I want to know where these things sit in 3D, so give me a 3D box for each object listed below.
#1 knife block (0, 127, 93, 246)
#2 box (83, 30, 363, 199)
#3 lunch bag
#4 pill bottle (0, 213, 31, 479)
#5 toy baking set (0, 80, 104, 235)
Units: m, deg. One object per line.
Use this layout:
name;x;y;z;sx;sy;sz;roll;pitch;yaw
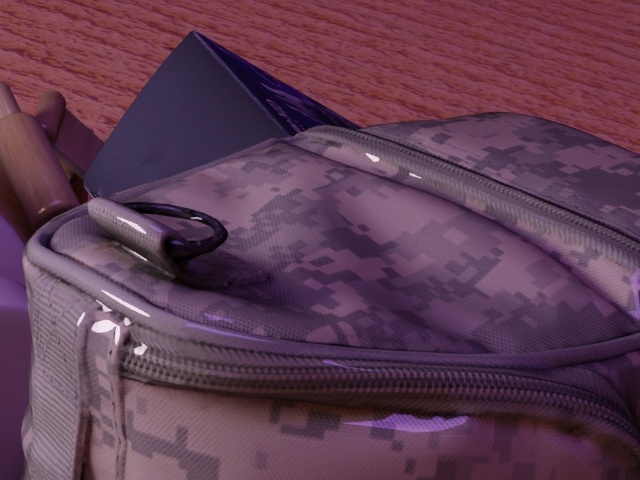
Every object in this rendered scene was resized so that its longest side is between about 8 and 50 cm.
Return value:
knife block;-0.267;-0.024;1.070;0.242;0.088;0.275;7;24;-1
box;0.000;0.000;0.954;0.207;0.108;0.153;27;15;-43
lunch bag;0.008;0.123;0.568;0.256;0.305;0.212;-7;25;-39
pill bottle;-0.242;0.026;0.864;0.169;0.169;0.301;-11;30;-37
toy baking set;-0.093;-0.001;1.003;0.197;0.030;0.256;24;26;-40
